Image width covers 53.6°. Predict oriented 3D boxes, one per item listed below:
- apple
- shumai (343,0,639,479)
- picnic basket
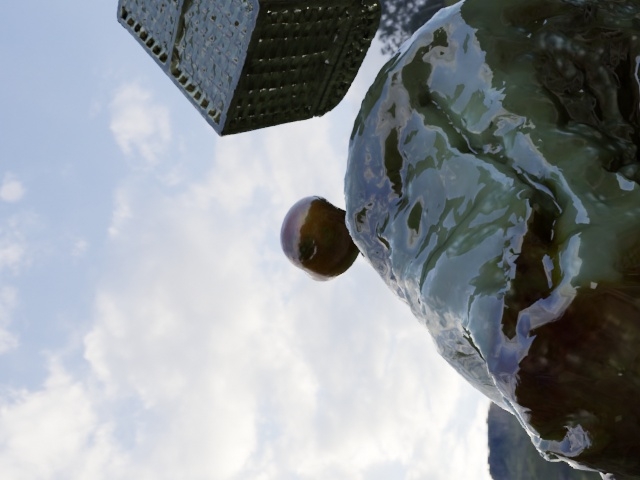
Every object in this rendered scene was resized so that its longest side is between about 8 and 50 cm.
[{"bbox_3d":[0.000,0.000,0.818,0.102,0.099,0.114,-59,-24,4],"label":"apple"},{"bbox_3d":[0.204,0.004,0.448,0.397,0.324,0.323,27,-158,-5],"label":"shumai"},{"bbox_3d":[-0.066,-0.213,0.583,0.154,0.134,0.196,-20,-123,-41],"label":"picnic basket"}]
